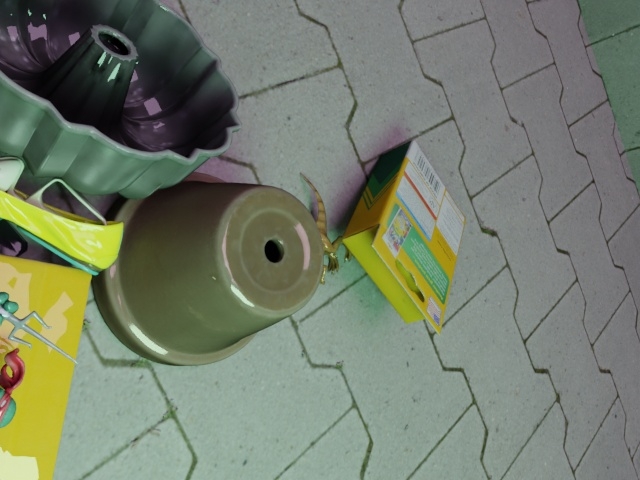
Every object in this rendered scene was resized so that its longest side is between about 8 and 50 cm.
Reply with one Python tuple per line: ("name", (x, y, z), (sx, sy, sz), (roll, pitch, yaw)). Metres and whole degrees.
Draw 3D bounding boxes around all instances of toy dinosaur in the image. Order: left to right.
("toy dinosaur", (0.000, 0.000, 0.931), (0.112, 0.064, 0.212), (29, 64, -32))

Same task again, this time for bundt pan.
("bundt pan", (-0.260, -0.180, 0.645), (0.330, 0.124, 0.331), (32, 35, -26))

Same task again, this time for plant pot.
("plant pot", (-0.120, 0.025, 0.716), (0.263, 0.229, 0.263), (10, 75, -40))

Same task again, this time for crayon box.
("crayon box", (0.152, -0.007, 0.999), (0.203, 0.083, 0.323), (52, 38, -21))

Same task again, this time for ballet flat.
("ballet flat", (-0.320, -0.044, 0.613), (0.231, 0.077, 0.077), (31, 89, -26))

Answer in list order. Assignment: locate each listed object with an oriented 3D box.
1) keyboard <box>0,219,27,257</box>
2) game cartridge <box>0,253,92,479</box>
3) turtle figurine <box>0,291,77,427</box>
("keyboard", (-0.416, 0.020, 0.600), (0.180, 0.023, 0.108), (-49, 118, -36))
("game cartridge", (-0.410, 0.139, 0.549), (0.323, 0.052, 0.286), (16, 75, -39))
("turtle figurine", (-0.352, 0.124, 0.492), (0.234, 0.118, 0.175), (26, 54, -21))
